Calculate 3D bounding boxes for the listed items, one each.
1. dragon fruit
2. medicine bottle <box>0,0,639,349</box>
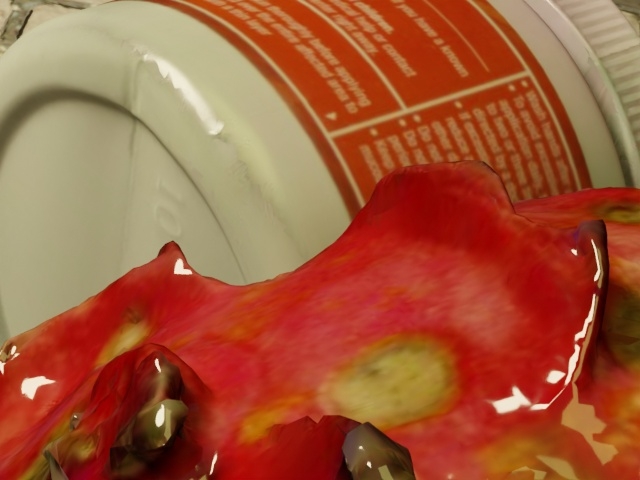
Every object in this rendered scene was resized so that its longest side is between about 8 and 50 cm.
[{"bbox_3d":[0.002,0.154,0.529,0.249,0.371,0.386,4,24,-25],"label":"dragon fruit"},{"bbox_3d":[0.000,0.000,0.868,0.241,0.252,0.252,-20,44,-38],"label":"medicine bottle"}]
